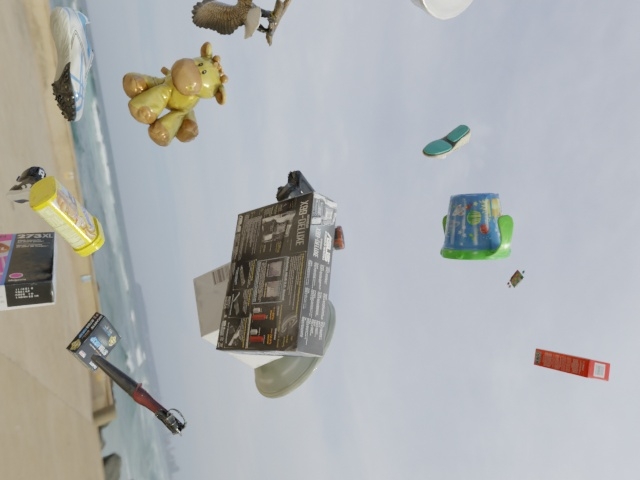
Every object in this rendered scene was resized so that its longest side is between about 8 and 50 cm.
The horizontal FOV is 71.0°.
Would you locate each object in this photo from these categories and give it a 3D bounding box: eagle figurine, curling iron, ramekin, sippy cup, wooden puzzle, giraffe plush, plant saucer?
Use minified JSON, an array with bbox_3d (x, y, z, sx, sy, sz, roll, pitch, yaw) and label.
[{"bbox_3d":[-0.264,-0.748,1.413,0.227,0.298,0.225,-63,-171,-13],"label":"eagle figurine"},{"bbox_3d":[-0.382,0.316,0.945,0.273,0.035,0.068,31,-43,19],"label":"curling iron"},{"bbox_3d":[0.380,-0.851,1.406,0.127,0.272,0.273,47,-39,44],"label":"ramekin"},{"bbox_3d":[0.542,-0.053,1.578,0.305,0.240,0.224,2,-84,39],"label":"sippy cup"},{"bbox_3d":[0.673,0.133,1.541,0.083,0.006,0.049,-61,-166,24],"label":"wooden puzzle"},{"bbox_3d":[-0.281,-0.319,0.949,0.170,0.210,0.182,-19,-66,35],"label":"giraffe plush"},{"bbox_3d":[-0.120,0.344,1.570,0.100,0.401,0.400,40,-10,-24],"label":"plant saucer"}]

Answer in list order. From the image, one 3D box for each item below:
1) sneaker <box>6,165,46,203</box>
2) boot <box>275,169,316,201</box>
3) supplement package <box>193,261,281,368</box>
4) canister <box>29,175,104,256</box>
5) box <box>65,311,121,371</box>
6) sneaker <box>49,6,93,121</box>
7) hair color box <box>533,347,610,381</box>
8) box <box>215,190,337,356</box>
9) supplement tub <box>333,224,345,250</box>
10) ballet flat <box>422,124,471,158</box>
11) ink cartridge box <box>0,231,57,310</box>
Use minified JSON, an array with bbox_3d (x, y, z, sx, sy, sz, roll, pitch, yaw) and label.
[{"bbox_3d":[-0.895,-0.183,1.423,0.079,0.216,0.121,54,43,-56],"label":"sneaker"},{"bbox_3d":[-0.072,-0.075,1.431,0.094,0.207,0.247,2,-119,46],"label":"boot"},{"bbox_3d":[-0.184,0.200,1.214,0.293,0.177,0.176,58,9,-54],"label":"supplement package"},{"bbox_3d":[-0.607,-0.059,1.075,0.126,0.073,0.170,50,-11,45],"label":"canister"},{"bbox_3d":[-0.919,0.416,1.831,0.051,0.175,0.220,22,-34,11],"label":"box"},{"bbox_3d":[-0.543,-0.385,0.996,0.085,0.086,0.238,16,-72,29],"label":"sneaker"},{"bbox_3d":[0.578,0.286,1.037,0.141,0.071,0.043,173,-70,-67],"label":"hair color box"},{"bbox_3d":[-0.090,0.074,0.910,0.242,0.076,0.308,-12,-115,41],"label":"box"},{"bbox_3d":[0.000,0.000,1.886,0.106,0.197,0.106,-8,90,-84],"label":"supplement tub"},{"bbox_3d":[0.495,-0.366,1.757,0.086,0.248,0.086,49,-21,27],"label":"ballet flat"},{"bbox_3d":[-0.704,0.047,1.023,0.371,0.175,0.069,36,-56,55],"label":"ink cartridge box"}]
